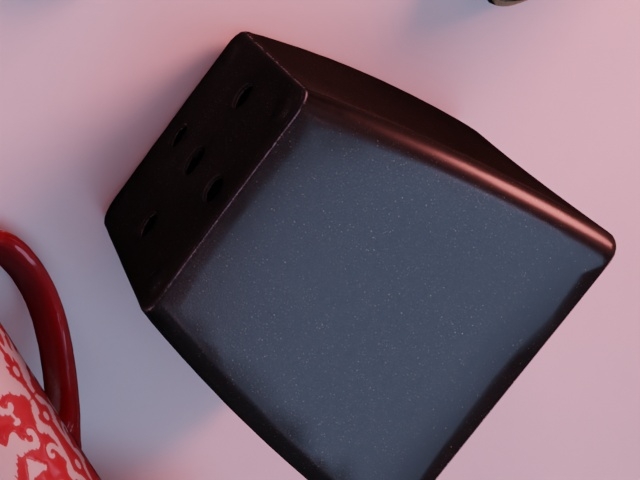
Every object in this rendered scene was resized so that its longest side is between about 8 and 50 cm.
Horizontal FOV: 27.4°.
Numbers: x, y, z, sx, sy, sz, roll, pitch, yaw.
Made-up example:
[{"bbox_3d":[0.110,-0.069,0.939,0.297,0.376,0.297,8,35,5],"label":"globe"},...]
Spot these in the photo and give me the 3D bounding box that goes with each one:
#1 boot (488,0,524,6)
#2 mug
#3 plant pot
[{"bbox_3d":[0.189,-0.178,0.693,0.198,0.137,0.077,-38,130,-4],"label":"boot"},{"bbox_3d":[-0.165,0.079,0.622,0.150,0.113,0.169,-38,104,-23],"label":"mug"},{"bbox_3d":[0.000,0.000,0.673,0.167,0.187,0.188,34,99,-28],"label":"plant pot"}]
